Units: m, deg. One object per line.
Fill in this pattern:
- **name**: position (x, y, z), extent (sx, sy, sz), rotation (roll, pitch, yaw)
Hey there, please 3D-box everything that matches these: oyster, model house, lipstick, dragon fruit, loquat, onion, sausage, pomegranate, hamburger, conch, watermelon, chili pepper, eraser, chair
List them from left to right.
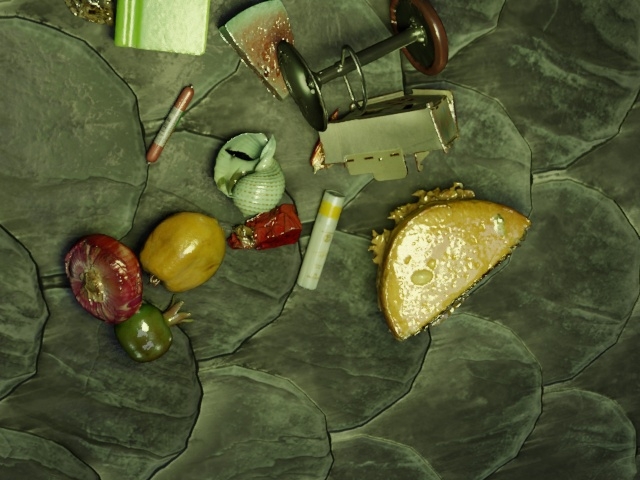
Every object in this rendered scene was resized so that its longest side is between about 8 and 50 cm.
- **oyster**: position (-0.511, -0.534, 1.701), extent (0.148, 0.051, 0.103), rotation (33, 107, -32)
- **onion**: position (-0.507, 0.086, 1.874), extent (0.230, 0.163, 0.230), rotation (10, 111, 27)
- **pomegranate**: position (-0.427, 0.218, 1.964), extent (0.191, 0.131, 0.152), rotation (-36, 110, -23)
- **eraser**: position (-0.345, -0.562, 1.708), extent (0.210, 0.092, 0.274), rotation (3, 111, -13)
- **sausage**: position (-0.361, -0.276, 1.840), extent (0.029, 0.029, 0.223), rotation (28, 101, -21)
- **loquat**: position (-0.339, 0.028, 1.876), extent (0.234, 0.176, 0.187), rotation (-42, 121, 0)
- **conch**: position (-0.164, -0.158, 1.877), extent (0.172, 0.131, 0.200), rotation (19, 76, 8)
- **dragon fruit**: position (-0.147, -0.028, 1.974), extent (0.192, 0.122, 0.092), rotation (-18, 73, -2)
- **watermelon**: position (-0.122, -0.439, 1.815), extent (0.154, 0.094, 0.241), rotation (-32, 115, -10)
- **lipstick**: position (0.000, 0.000, 2.009), extent (0.059, 0.059, 0.264), rotation (13, 107, -17)
- **chili pepper**: position (0.011, -0.252, 1.935), extent (0.045, 0.027, 0.178), rotation (13, 107, -21)
- **chair**: position (0.124, -0.433, 1.757), extent (0.401, 0.226, 0.226), rotation (-29, 114, -13)
- **model house**: position (0.181, -0.267, 1.880), extent (0.326, 0.244, 0.169), rotation (-5, 114, 25)
- **hamburger**: position (0.288, 0.019, 1.973), extent (0.445, 0.268, 0.287), rotation (-41, 90, 2)
